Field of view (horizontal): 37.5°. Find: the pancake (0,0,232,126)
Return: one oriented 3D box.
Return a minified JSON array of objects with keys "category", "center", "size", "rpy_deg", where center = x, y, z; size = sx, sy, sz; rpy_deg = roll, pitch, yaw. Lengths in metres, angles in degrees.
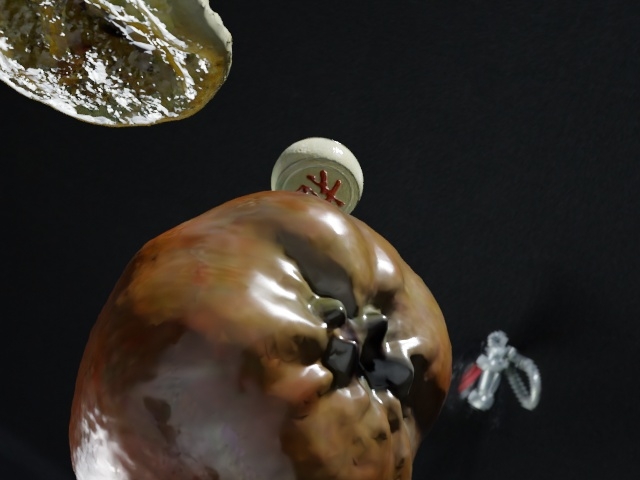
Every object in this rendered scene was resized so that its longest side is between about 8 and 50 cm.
[{"category":"pancake","center":[-0.295,-0.263,1.183],"size":[0.387,0.082,0.387],"rpy_deg":[7,-29,4]}]

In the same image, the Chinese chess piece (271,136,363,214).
[{"category":"Chinese chess piece","center":[-0.005,-0.076,1.246],"size":[0.122,0.051,0.122],"rpy_deg":[1,-52,2]}]

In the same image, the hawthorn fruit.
[{"category":"hawthorn fruit","center":[-0.052,0.088,0.510],"size":[0.251,0.199,0.199],"rpy_deg":[-32,-88,44]}]
